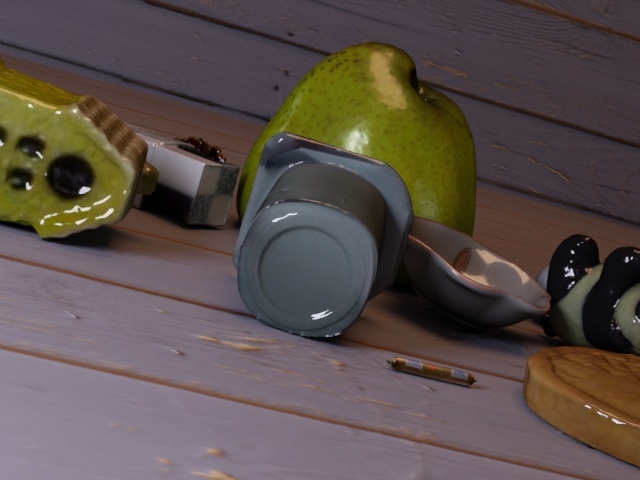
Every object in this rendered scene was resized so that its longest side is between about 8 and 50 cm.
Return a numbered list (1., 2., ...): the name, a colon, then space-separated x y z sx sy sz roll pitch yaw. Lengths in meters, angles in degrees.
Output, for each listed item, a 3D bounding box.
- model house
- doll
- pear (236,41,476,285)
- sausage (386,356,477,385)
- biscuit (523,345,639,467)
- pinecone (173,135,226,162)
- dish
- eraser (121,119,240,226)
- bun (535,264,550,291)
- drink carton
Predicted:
1. model house: -0.299 -0.102 1.411 0.234 0.174 0.193 12 10 -7
2. doll: 0.380 0.080 1.561 0.143 0.135 0.234 24 -6 -32
3. pear: 0.054 -0.120 1.735 0.342 0.318 0.238 22 6 36
4. sausage: 0.113 0.132 1.260 0.100 0.015 0.015 14 10 -15
5. biscuit: 0.404 0.189 1.303 0.365 0.062 0.385 25 13 38
6. pinecone: -0.196 -0.106 1.823 0.109 0.102 0.102 19 7 -30
7. dish: 0.177 0.055 1.555 0.229 0.081 0.229 26 15 -8
8. eraser: -0.305 -0.127 1.765 0.404 0.098 0.096 22 11 27
9. bun: 0.364 0.089 1.739 0.141 0.083 0.141 11 22 -5
10. drink carton: 0.000 0.000 1.341 0.191 0.185 0.189 19 12 0
